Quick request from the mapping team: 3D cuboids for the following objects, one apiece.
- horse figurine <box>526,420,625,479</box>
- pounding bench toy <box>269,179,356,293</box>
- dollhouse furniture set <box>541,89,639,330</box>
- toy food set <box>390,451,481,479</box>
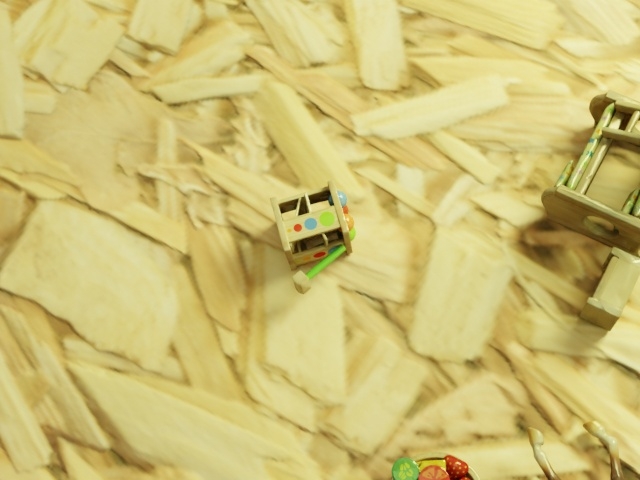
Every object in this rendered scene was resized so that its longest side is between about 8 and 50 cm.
[{"bbox_3d":[0.273,0.207,0.695,0.263,0.066,0.174,-13,62,3],"label":"horse figurine"},{"bbox_3d":[0.000,0.000,0.812,0.065,0.052,0.083,-16,68,-1],"label":"pounding bench toy"},{"bbox_3d":[0.237,-0.049,0.748,0.101,0.161,0.182,26,72,15],"label":"dollhouse furniture set"},{"bbox_3d":[0.090,0.209,0.737,0.083,0.020,0.083,-5,68,4],"label":"toy food set"}]
